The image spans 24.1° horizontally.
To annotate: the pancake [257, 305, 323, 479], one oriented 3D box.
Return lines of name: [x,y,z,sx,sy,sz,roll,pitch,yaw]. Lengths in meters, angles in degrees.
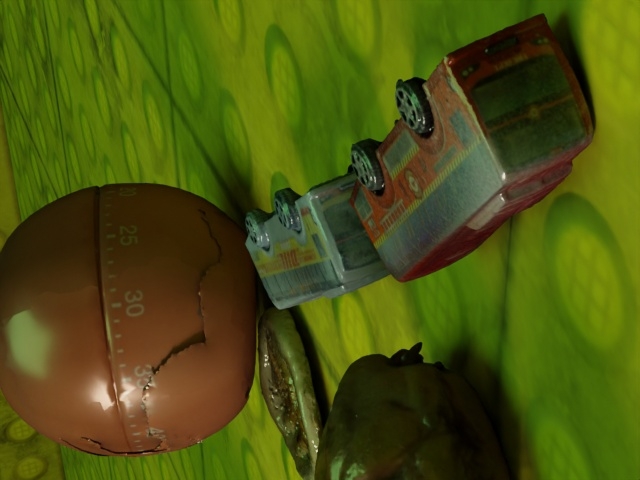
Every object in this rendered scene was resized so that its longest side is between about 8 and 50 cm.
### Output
pancake: [-0.022,0.126,1.212,0.151,0.025,0.151,167,90,-74]

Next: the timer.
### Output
timer: [-0.157,0.066,1.251,0.229,0.215,0.229,-3,-90,-88]

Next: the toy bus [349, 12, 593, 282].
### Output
toy bus: [0.068,-0.038,0.719,0.077,0.065,0.192,62,162,9]

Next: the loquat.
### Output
loquat: [0.050,0.127,0.844,0.137,0.113,0.137,-6,-90,-82]

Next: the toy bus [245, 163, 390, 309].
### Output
toy bus: [0.000,0.000,0.969,0.075,0.064,0.190,70,163,1]
